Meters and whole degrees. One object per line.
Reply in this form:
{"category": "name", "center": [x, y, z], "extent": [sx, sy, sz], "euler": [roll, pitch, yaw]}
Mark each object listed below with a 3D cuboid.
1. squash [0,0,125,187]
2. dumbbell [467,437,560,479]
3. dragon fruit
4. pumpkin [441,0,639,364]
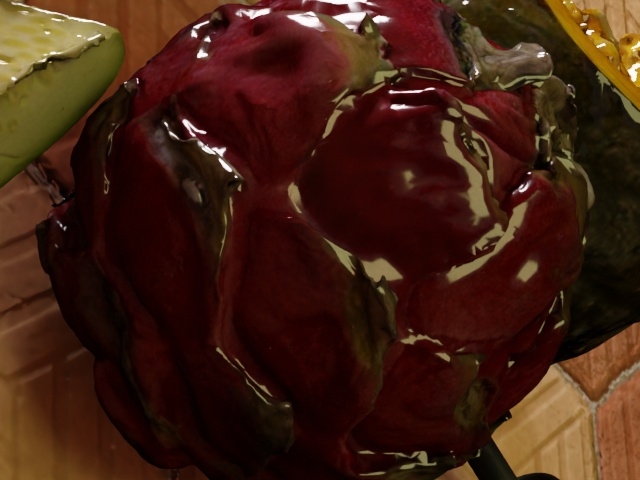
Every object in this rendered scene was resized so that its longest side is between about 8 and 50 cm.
{"category": "squash", "center": [-0.223, -0.026, 0.992], "extent": [0.169, 0.093, 0.252], "euler": [15, 52, 3]}
{"category": "dumbbell", "center": [0.119, 0.158, 1.371], "extent": [0.254, 0.081, 0.081], "euler": [58, 40, -21]}
{"category": "dragon fruit", "center": [0.001, 0.003, 1.097], "extent": [0.329, 0.329, 0.329], "euler": [23, 59, -45]}
{"category": "pumpkin", "center": [0.151, -0.054, 1.347], "extent": [0.303, 0.225, 0.256], "euler": [25, 34, -39]}
